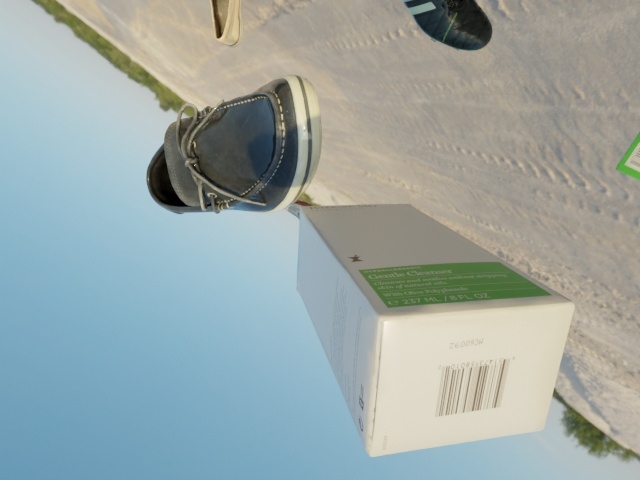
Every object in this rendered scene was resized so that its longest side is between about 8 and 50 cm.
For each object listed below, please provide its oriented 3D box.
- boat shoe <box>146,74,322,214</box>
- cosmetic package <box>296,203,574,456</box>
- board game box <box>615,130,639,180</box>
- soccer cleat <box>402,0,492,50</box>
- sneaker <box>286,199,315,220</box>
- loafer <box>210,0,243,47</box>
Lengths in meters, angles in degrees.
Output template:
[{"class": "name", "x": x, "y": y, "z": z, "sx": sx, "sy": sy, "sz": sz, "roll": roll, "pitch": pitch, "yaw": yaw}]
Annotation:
[{"class": "boat shoe", "x": -0.165, "y": -0.127, "z": 0.734, "sx": 0.156, "sy": 0.187, "sz": 0.500, "roll": -8, "pitch": -178, "yaw": -35}, {"class": "cosmetic package", "x": 0.094, "y": 0.070, "z": 0.567, "sx": 0.197, "sy": 0.155, "sz": 0.365, "roll": -3, "pitch": -160, "yaw": -14}, {"class": "board game box", "x": 0.705, "y": -0.244, "z": 0.834, "sx": 0.316, "sy": 0.242, "sz": 0.064, "roll": -17, "pitch": -134, "yaw": -37}, {"class": "soccer cleat", "x": 0.119, "y": -0.279, "z": 0.488, "sx": 0.179, "sy": 0.060, "sz": 0.072, "roll": 45, "pitch": 171, "yaw": 5}, {"class": "sneaker", "x": 0.000, "y": 0.000, "z": 0.979, "sx": 0.225, "sy": 0.093, "sz": 0.088, "roll": 47, "pitch": -177, "yaw": -18}, {"class": "loafer", "x": -0.132, "y": -0.331, "z": 0.609, "sx": 0.045, "sy": 0.125, "sz": 0.039, "roll": 2, "pitch": -164, "yaw": 25}]
